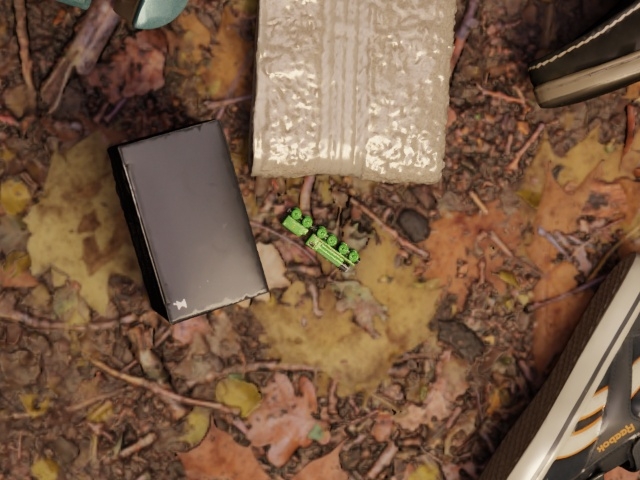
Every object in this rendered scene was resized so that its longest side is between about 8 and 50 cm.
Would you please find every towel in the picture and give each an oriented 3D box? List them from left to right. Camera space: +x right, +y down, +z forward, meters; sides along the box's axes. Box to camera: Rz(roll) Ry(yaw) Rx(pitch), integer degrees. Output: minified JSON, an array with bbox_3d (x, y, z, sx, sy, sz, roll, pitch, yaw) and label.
[{"bbox_3d":[0.033,-0.193,1.572,0.187,0.049,0.282,3,92,-9],"label":"towel"}]

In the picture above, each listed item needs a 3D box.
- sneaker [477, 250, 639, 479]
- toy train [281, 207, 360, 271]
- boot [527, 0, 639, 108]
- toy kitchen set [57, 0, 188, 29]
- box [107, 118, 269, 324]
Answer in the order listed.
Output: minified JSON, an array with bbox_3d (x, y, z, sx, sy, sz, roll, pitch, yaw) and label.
[{"bbox_3d":[0.254,0.174,1.585,0.127,0.126,0.321,35,84,-4],"label":"sneaker"},{"bbox_3d":[0.000,0.000,1.589,0.083,0.017,0.024,37,95,-9],"label":"toy train"},{"bbox_3d":[0.309,-0.313,1.573,0.377,0.138,0.284,-29,92,1],"label":"boot"},{"bbox_3d":[-0.162,-0.290,1.458,0.166,0.122,0.207,15,102,-30],"label":"toy kitchen set"},{"bbox_3d":[-0.118,-0.019,1.496,0.093,0.158,0.156,-17,95,-9],"label":"box"}]
